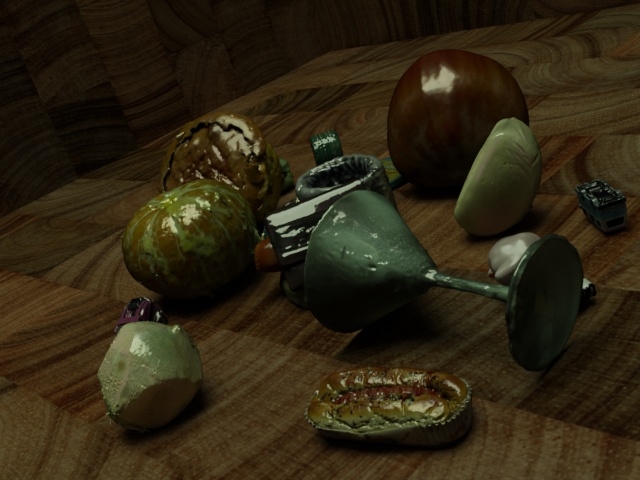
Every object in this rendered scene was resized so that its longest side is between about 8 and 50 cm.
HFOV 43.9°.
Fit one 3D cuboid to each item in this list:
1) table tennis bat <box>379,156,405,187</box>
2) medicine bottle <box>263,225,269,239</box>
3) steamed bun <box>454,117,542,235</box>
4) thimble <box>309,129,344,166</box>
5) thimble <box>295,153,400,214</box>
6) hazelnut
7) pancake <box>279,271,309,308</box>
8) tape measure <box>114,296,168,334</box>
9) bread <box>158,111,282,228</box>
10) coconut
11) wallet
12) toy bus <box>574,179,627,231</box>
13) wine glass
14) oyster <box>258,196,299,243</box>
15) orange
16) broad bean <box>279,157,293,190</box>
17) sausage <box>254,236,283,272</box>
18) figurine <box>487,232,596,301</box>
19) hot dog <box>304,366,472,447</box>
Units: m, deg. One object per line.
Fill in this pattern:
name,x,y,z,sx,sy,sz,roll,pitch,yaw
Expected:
table tennis bat,0.186,-0.195,2.208,0.329,0.044,0.215,-33,24,-26
medicine bottle,-0.059,-0.015,1.898,0.053,0.090,0.208,2,-2,-40
steamed bun,0.385,-0.124,1.644,0.152,0.239,0.170,26,29,4
thimble,0.020,-0.271,2.423,0.090,0.118,0.135,-15,6,-2
thimble,0.067,-0.100,1.922,0.245,0.157,0.217,3,33,46
hazelnut,0.334,-0.298,1.979,0.366,0.366,0.366,-17,22,7
pancake,0.036,0.055,1.718,0.294,0.049,0.294,-18,21,7
tape measure,-0.369,0.187,1.654,0.074,0.118,0.125,-10,40,18
bread,-0.264,-0.164,2.135,0.358,0.337,0.204,-10,-11,28
coconut,-0.298,0.229,1.411,0.194,0.194,0.194,-17,22,7
wallet,0.013,-0.014,1.634,0.229,0.182,0.049,-22,-18,-1
toy bus,0.545,-0.067,1.537,0.060,0.075,0.123,-18,21,3
wine glass,0.195,0.062,1.297,0.267,0.267,0.406,-35,29,-34
oyster,-0.095,-0.044,2.058,0.191,0.081,0.163,-41,2,-13
orange,-0.304,0.002,1.868,0.329,0.249,0.329,-24,17,8
broad bean,-0.181,-0.184,2.428,0.169,0.100,0.228,-22,8,-28
sausage,0.000,0.000,1.700,0.300,0.083,0.089,-18,3,2
figurine,0.369,0.050,1.373,0.137,0.112,0.229,-24,31,-24
hot dog,0.100,0.242,1.177,0.268,0.075,0.144,-9,26,31
